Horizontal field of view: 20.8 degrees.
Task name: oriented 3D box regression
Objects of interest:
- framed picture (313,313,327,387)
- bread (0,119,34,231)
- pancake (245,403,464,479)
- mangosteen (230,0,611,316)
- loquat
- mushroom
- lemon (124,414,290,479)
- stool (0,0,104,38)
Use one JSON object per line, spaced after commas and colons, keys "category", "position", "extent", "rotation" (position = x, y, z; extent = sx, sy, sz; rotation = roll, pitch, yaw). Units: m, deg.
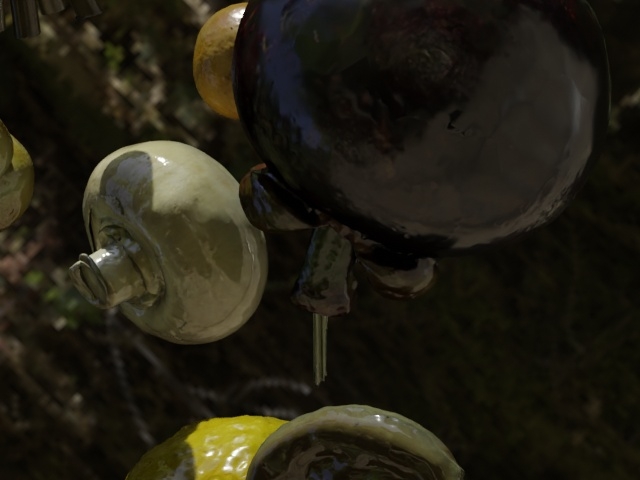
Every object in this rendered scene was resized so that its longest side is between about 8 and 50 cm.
{"category": "framed picture", "position": [0.000, 0.000, 1.749], "extent": [0.197, 0.014, 0.252], "rotation": [-88, -3, -79]}
{"category": "bread", "position": [-0.428, -0.049, 1.602], "extent": [0.300, 0.210, 0.341], "rotation": [-48, -26, -8]}
{"category": "pancake", "position": [0.034, 0.230, 1.205], "extent": [0.222, 0.236, 0.042], "rotation": [1, 14, 32]}
{"category": "mangosteen", "position": [0.048, -0.069, 1.037], "extent": [0.265, 0.228, 0.228], "rotation": [-60, -10, 17]}
{"category": "loquat", "position": [-0.083, -0.204, 2.003], "extent": [0.141, 0.141, 0.141], "rotation": [-45, -6, -6]}
{"category": "mushroom", "position": [-0.180, 0.009, 1.940], "extent": [0.202, 0.246, 0.246], "rotation": [-25, -15, -28]}
{"category": "lemon", "position": [-0.062, 0.287, 1.474], "extent": [0.268, 0.268, 0.322], "rotation": [-44, -21, -14]}
{"category": "stool", "position": [-0.237, -0.250, 1.482], "extent": [0.125, 0.121, 0.217], "rotation": [-5, 23, 24]}
